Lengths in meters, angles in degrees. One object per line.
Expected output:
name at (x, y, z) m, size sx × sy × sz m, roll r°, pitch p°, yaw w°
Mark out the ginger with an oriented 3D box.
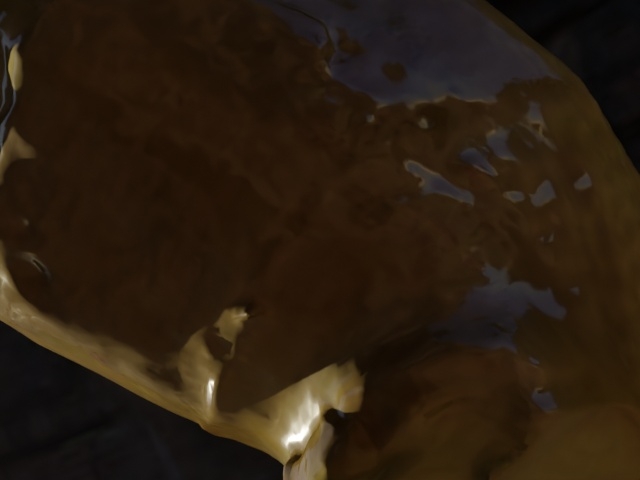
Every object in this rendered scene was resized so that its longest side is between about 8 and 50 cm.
ginger at (0.000, 0.000, 0.494) m, size 0.152 × 0.267 × 0.138 m, roll -35°, pitch -19°, yaw -46°
